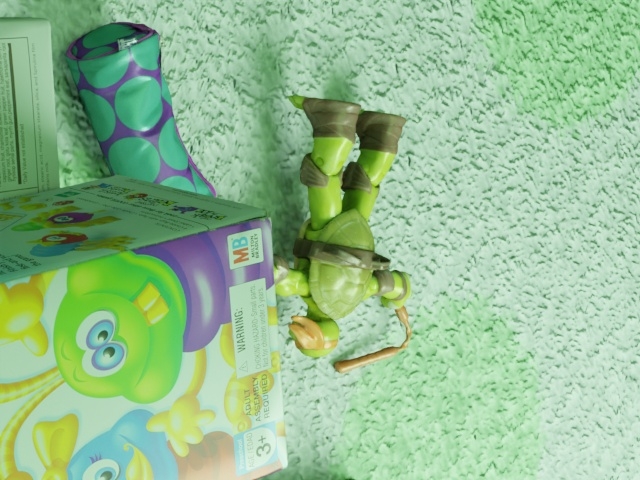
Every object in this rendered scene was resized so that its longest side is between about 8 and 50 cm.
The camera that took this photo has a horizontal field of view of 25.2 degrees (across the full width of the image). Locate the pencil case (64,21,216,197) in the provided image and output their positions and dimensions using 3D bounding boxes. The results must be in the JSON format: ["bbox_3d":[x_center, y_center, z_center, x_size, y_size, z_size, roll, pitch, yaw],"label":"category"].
[{"bbox_3d":[-0.124,-0.078,1.018,0.070,0.064,0.152,-22,112,-10],"label":"pencil case"}]

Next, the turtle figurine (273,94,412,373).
[{"bbox_3d":[0.000,0.000,1.119,0.269,0.087,0.217,8,91,-41],"label":"turtle figurine"}]

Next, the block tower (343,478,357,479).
[{"bbox_3d":[-0.073,0.240,1.088,0.335,0.097,0.091,6,92,-39],"label":"block tower"}]

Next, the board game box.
[{"bbox_3d":[-0.169,0.070,0.687,0.275,0.144,0.142,-15,109,-37],"label":"board game box"}]

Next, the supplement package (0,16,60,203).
[{"bbox_3d":[-0.304,-0.020,0.784,0.262,0.199,0.198,-10,103,-39],"label":"supplement package"}]
